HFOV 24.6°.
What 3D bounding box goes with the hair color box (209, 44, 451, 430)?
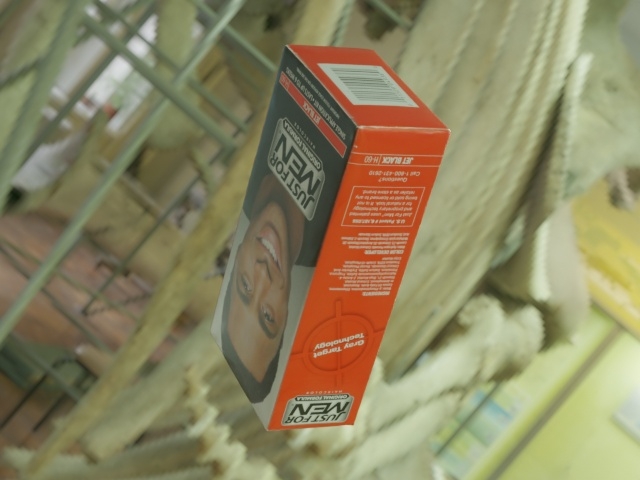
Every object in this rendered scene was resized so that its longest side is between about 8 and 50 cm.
[{"bbox_3d":[0.000,0.000,0.590,0.043,0.141,0.072,-1,32,-28],"label":"hair color box"}]
